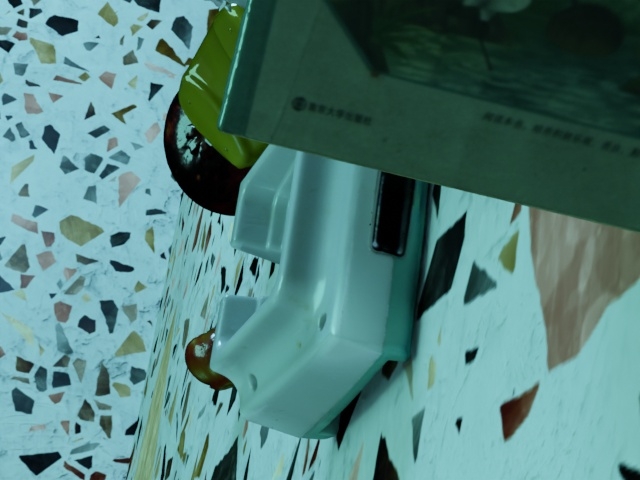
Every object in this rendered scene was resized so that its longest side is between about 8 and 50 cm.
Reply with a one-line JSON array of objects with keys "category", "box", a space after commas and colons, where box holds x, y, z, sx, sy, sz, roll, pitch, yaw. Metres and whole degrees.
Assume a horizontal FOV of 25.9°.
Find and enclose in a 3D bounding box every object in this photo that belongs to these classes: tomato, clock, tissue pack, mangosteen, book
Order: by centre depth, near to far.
[{"category": "book", "box": [0.092, -0.153, 0.551, 0.025, 0.214, 0.283, -94, 17, -76]}, {"category": "clock", "box": [0.000, 0.000, 1.103, 0.231, 0.116, 0.262, 125, 155, -62]}, {"category": "tissue pack", "box": [-0.037, -0.154, 1.222, 0.127, 0.123, 0.178, -36, -8, -34]}, {"category": "mangosteen", "box": [-0.092, -0.121, 1.636, 0.200, 0.199, 0.200, -167, 90, -79]}, {"category": "tomato", "box": [-0.115, 0.137, 1.637, 0.075, 0.087, 0.087, 66, 165, 3]}]

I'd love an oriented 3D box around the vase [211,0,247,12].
[{"category": "vase", "box": [0.089, -0.301, 0.676, 0.250, 0.249, 0.446, -163, 93, -79]}]
